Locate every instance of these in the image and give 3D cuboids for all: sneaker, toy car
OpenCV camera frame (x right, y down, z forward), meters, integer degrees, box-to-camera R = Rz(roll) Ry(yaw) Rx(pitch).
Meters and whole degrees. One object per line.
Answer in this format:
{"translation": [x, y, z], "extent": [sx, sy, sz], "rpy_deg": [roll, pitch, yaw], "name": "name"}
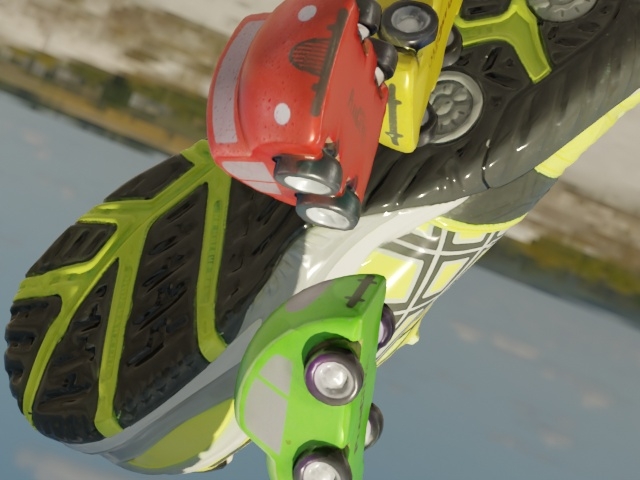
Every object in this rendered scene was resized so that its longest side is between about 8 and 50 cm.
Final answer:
{"translation": [0.023, -0.023, 0.965], "extent": [0.147, 0.385, 0.145], "rpy_deg": [40, -162, -56], "name": "sneaker"}
{"translation": [0.000, 0.000, 0.695], "extent": [0.053, 0.225, 0.239], "rpy_deg": [11, -160, 12], "name": "toy car"}
